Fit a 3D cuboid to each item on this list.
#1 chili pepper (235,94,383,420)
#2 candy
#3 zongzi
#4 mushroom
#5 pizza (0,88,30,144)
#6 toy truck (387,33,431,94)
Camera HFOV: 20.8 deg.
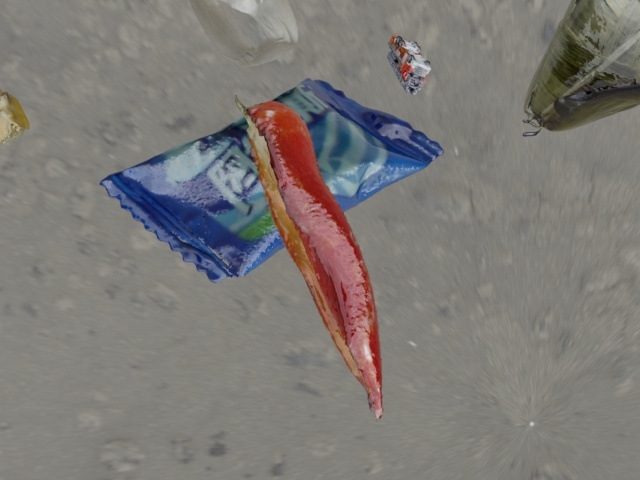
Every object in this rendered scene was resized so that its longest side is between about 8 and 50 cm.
[{"bbox_3d":[0.000,0.000,0.773,0.027,0.045,0.178,-15,58,-12],"label":"chili pepper"},{"bbox_3d":[-0.046,-0.068,1.717,0.187,0.077,0.331,35,47,29],"label":"candy"},{"bbox_3d":[0.306,-0.142,1.711,0.094,0.205,0.204,-27,62,-41],"label":"zongzi"},{"bbox_3d":[-0.097,-0.262,1.782,0.097,0.212,0.088,10,59,45],"label":"mushroom"},{"bbox_3d":[-0.432,-0.103,1.562,0.323,0.089,0.223,22,90,2],"label":"pizza"},{"bbox_3d":[0.080,-0.162,1.599,0.024,0.083,0.032,22,111,-25],"label":"toy truck"}]
